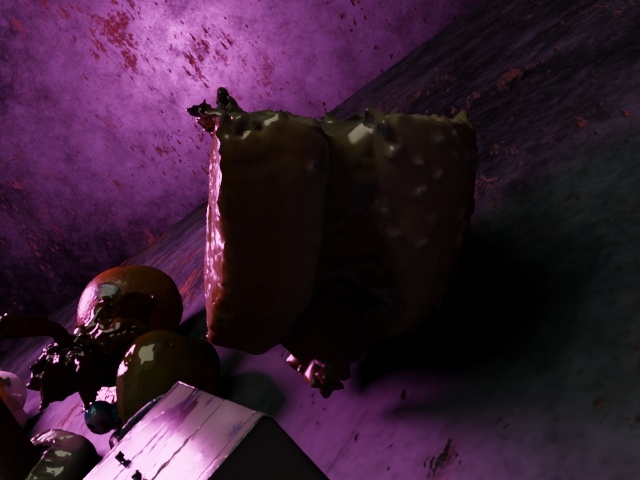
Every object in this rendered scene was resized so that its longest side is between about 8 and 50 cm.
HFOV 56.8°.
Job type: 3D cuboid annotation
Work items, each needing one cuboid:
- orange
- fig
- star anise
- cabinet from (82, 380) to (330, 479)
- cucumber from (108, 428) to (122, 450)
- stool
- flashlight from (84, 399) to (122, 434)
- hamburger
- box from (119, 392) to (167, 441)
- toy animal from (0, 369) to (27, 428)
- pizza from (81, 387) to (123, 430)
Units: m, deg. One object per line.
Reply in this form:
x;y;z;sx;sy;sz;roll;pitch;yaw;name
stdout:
-0.373;0.140;1.170;0.206;0.206;0.206;-35;16;12;orange
-0.189;0.206;0.765;0.127;0.133;0.184;-21;57;6;fig
-0.352;0.164;0.864;0.237;0.148;0.346;-6;0;23;star anise
-0.084;0.206;0.414;0.145;0.150;0.206;-47;17;-25;cabinet
-0.264;0.284;0.804;0.039;0.039;0.168;-44;17;-18;cucumber
-0.543;0.358;0.880;0.310;0.226;0.310;-16;28;50;stool
-0.281;0.245;0.870;0.129;0.051;0.051;-18;14;-8;flashlight
0.000;0.000;0.622;0.268;0.287;0.445;0;9;-11;hamburger
-0.163;0.221;0.657;0.074;0.099;0.054;-40;1;-7;box
-0.793;0.413;1.351;0.247;0.183;0.310;-27;19;35;toy animal
-0.322;0.245;0.986;0.226;0.069;0.147;-9;40;46;pizza
